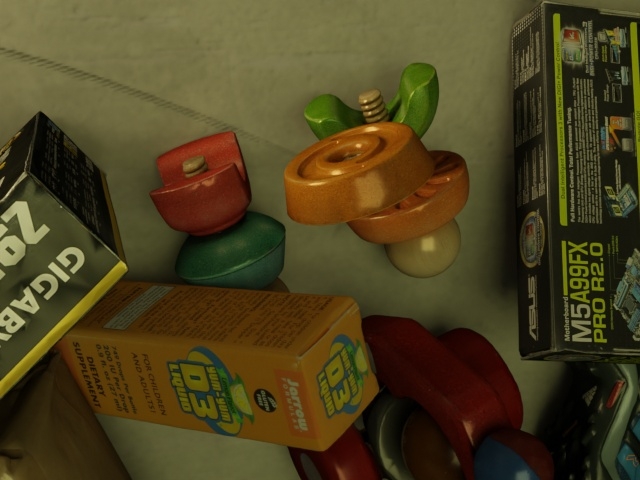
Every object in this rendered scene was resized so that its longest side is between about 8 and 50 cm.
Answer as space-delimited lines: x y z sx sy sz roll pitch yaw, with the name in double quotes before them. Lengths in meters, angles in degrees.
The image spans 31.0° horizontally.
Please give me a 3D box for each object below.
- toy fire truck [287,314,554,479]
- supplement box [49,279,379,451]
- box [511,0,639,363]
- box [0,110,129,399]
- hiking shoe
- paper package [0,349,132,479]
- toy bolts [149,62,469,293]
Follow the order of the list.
"toy fire truck" 0.114 0.198 0.837 0.169 0.254 0.302 -24 98 -21
"supplement box" -0.080 0.081 0.803 0.080 0.233 0.078 -43 126 -48
"box" 0.260 -0.039 0.892 0.216 0.060 0.270 3 78 -14
"box" -0.238 0.049 0.706 0.257 0.322 0.079 -44 107 -2
"hiking shoe" 0.261 0.161 0.960 0.132 0.113 0.304 4 101 -14
"paper package" -0.253 0.296 0.813 0.310 0.168 0.324 -24 107 7
"toy bolts" 0.000 0.000 0.830 0.229 0.218 0.158 -17 113 9
